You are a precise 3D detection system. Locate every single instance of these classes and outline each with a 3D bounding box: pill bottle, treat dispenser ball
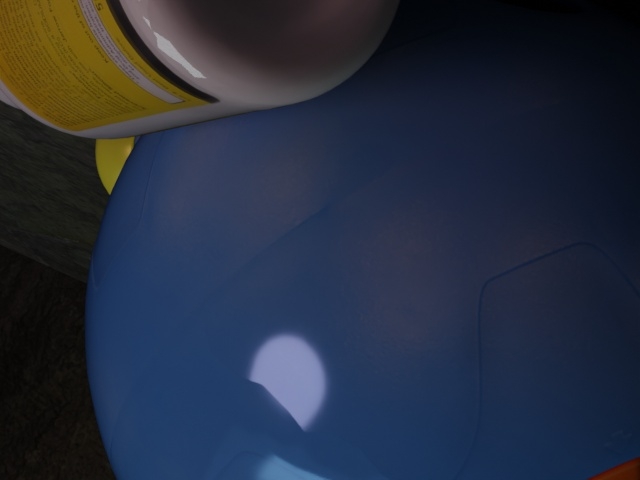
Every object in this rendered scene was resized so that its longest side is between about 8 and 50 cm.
[{"bbox_3d":[-0.059,-0.088,0.609,0.103,0.103,0.184,32,162,-27],"label":"pill bottle"},{"bbox_3d":[0.049,0.036,0.726,0.288,0.288,0.288,26,171,5],"label":"treat dispenser ball"}]

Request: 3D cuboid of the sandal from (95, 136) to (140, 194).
[{"bbox_3d":[0.000,0.000,1.214,0.317,0.126,0.138,30,166,-27],"label":"sandal"}]
